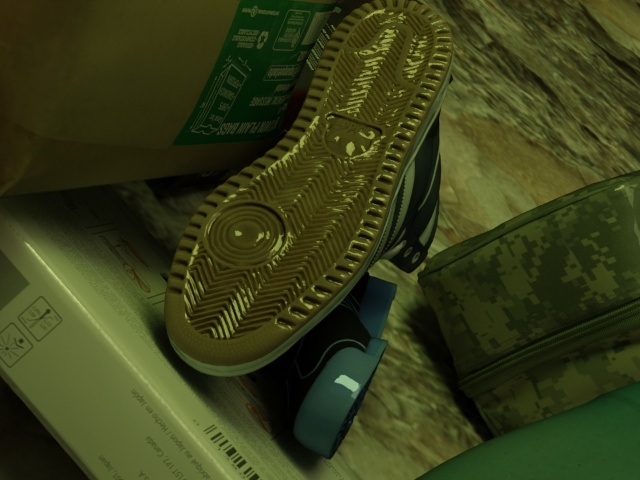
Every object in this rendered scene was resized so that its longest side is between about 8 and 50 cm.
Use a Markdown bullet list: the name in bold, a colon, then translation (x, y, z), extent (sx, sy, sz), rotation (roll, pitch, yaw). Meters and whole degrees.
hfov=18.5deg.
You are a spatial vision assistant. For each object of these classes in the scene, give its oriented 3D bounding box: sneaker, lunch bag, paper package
- **sneaker**: translation (-0.010, 0.062, 1.223), extent (0.090, 0.081, 0.232), rotation (24, 16, -2)
- **lunch bag**: translation (0.254, 0.084, 1.435), extent (0.305, 0.212, 0.256), rotation (-13, 80, -55)
- **paper package**: translation (-0.177, -0.170, 1.102), extent (0.309, 0.168, 0.325), rotation (33, 17, 18)
- **sneaker**: translation (0.000, 0.000, 1.169), extent (0.099, 0.153, 0.282), rotation (23, 56, 14)

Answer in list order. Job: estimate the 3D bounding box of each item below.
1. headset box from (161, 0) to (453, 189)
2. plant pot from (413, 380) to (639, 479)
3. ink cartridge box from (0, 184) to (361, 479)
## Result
- **headset box**: translation (-0.067, -0.158, 1.396), extent (0.218, 0.110, 0.293), rotation (55, 30, 15)
- **plant pot**: translation (0.098, 0.219, 0.933), extent (0.255, 0.271, 0.271), rotation (-15, 57, -12)
- **ink cartridge box**: translation (-0.101, 0.074, 1.125), extent (0.296, 0.066, 0.261), rotation (49, 6, 4)
